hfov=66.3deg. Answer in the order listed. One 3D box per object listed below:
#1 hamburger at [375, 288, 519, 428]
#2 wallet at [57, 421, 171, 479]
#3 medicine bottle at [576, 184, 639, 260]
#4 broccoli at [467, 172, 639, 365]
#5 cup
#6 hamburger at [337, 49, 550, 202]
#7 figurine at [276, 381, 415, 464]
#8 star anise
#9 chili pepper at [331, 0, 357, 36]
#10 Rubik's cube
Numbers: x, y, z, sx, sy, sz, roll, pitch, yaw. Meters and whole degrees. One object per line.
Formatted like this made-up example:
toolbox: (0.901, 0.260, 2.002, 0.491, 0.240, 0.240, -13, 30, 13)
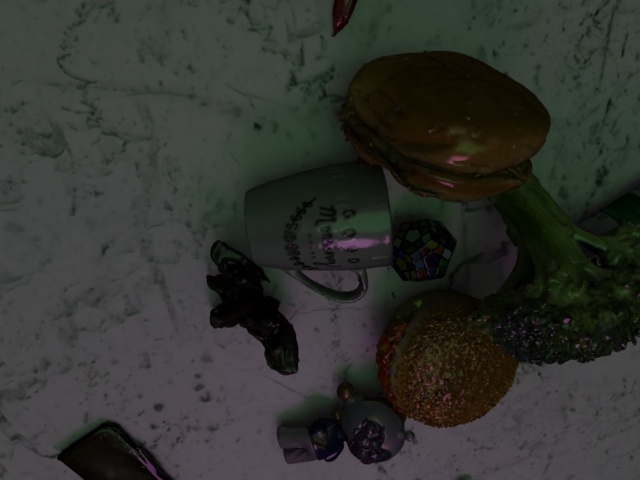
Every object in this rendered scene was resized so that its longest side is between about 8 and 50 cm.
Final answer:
hamburger: (0.253, 0.237, 0.976, 0.294, 0.179, 0.275, -9, 108, -7)
wallet: (-0.405, 0.493, 1.022, 0.137, 0.031, 0.255, -32, 110, 1)
medicine bottle: (0.612, -0.033, 0.998, 0.260, 0.095, 0.095, -34, 110, 0)
broccoli: (0.364, 0.032, 0.841, 0.397, 0.353, 0.275, 43, 130, -5)
cup: (0.000, 0.000, 0.861, 0.234, 0.186, 0.257, -8, 112, 1)
hamburger: (0.193, -0.183, 0.764, 0.319, 0.318, 0.158, 0, 131, -10)
figurine: (0.046, 0.395, 1.022, 0.275, 0.133, 0.193, 5, 106, -1)
star anise: (-0.124, 0.124, 0.872, 0.129, 0.212, 0.282, -41, 118, -9)
chili pepper: (0.060, -0.468, 0.789, 0.059, 0.050, 0.267, 7, 107, -28)
Rubik's cube: (0.193, 0.020, 0.933, 0.112, 0.133, 0.133, 20, 104, 11)
